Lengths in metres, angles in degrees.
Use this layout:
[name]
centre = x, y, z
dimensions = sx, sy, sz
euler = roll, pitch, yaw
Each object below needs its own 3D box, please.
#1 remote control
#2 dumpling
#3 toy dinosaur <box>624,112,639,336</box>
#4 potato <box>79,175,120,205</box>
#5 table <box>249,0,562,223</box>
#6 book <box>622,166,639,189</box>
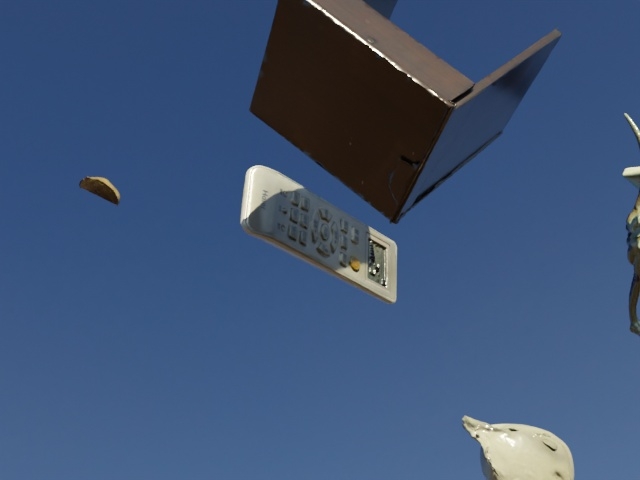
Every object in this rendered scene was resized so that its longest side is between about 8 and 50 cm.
[remote control]
centre = 0.000, 0.000, 1.267
dimensions = 0.055, 0.109, 0.313
euler = -22, -37, 38
[dumpling]
centre = 0.338, 0.374, 1.432
dimensions = 0.142, 0.247, 0.172
euler = -46, -6, -8
[toy dinosaur]
centre = 0.259, -0.011, 0.673
dimensions = 0.037, 0.058, 0.180
euler = 6, -89, -10
[potato]
centre = -0.411, -0.103, 1.625
dimensions = 0.093, 0.036, 0.037
euler = 25, -61, 16
[table]
centre = 0.107, -0.216, 1.070
dimensions = 0.282, 0.250, 0.196
euler = -36, -22, -39
[book]
centre = 0.849, -0.052, 1.779
dimensions = 0.379, 0.031, 0.264
euler = 35, -17, -20
